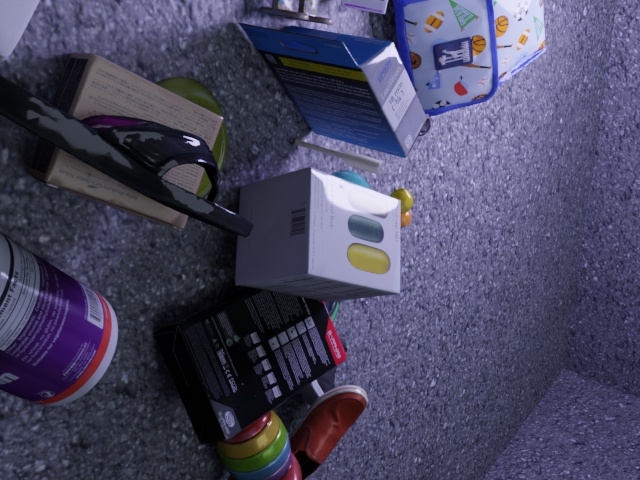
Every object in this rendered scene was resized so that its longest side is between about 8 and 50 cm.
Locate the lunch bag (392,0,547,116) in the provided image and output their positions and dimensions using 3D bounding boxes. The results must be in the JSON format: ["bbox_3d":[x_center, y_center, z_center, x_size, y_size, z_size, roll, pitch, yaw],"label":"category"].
[{"bbox_3d":[0.344,-0.513,1.733,0.385,0.239,0.328,-35,136,-19],"label":"lunch bag"}]

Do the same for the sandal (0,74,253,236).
[{"bbox_3d":[-0.241,-0.124,0.976,0.446,0.167,0.107,31,86,-40],"label":"sandal"}]

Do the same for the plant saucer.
[{"bbox_3d":[-0.237,-0.154,1.256,0.241,0.037,0.241,-30,129,-45],"label":"plant saucer"}]

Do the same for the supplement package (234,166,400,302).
[{"bbox_3d":[0.000,0.000,1.435,0.262,0.198,0.199,15,71,-45],"label":"supplement package"}]

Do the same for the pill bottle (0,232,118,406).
[{"bbox_3d":[-0.431,0.093,0.978,0.181,0.181,0.323,-61,145,-14],"label":"pill bottle"}]

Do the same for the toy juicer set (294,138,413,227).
[{"bbox_3d":[0.087,-0.095,1.591,0.329,0.209,0.089,48,59,-54],"label":"toy juicer set"}]

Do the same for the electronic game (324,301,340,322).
[{"bbox_3d":[0.026,0.097,1.694,0.229,0.048,0.229,12,90,-77],"label":"electronic game"}]

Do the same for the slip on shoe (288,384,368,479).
[{"bbox_3d":[-0.008,0.469,1.726,0.331,0.101,0.123,-45,120,9],"label":"slip on shoe"}]

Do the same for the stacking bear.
[{"bbox_3d":[-0.156,0.408,1.562,0.164,0.175,0.289,-69,147,-54],"label":"stacking bear"}]

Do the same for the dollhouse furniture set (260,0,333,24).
[{"bbox_3d":[-0.027,-0.491,1.268,0.242,0.161,0.212,-11,115,-52],"label":"dollhouse furniture set"}]

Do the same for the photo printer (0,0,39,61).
[{"bbox_3d":[-0.432,-0.377,0.801,0.307,0.107,0.256,34,79,-56],"label":"photo printer"}]

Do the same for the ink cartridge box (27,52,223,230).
[{"bbox_3d":[-0.286,-0.144,1.105,0.234,0.088,0.193,22,89,-43],"label":"ink cartridge box"}]

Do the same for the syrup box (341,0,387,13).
[{"bbox_3d":[0.094,-0.526,1.380,0.237,0.096,0.093,96,5,-80],"label":"syrup box"}]

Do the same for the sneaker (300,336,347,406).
[{"bbox_3d":[0.018,0.322,1.800,0.147,0.104,0.296,-45,135,-25],"label":"sneaker"}]

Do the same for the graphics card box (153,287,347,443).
[{"bbox_3d":[-0.125,0.212,1.463,0.371,0.094,0.233,-26,95,-48],"label":"graphics card box"}]

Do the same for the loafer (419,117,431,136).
[{"bbox_3d":[0.219,-0.287,1.817,0.170,0.062,0.061,-27,123,-48],"label":"loafer"}]

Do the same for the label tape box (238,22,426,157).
[{"bbox_3d":[0.035,-0.311,1.376,0.106,0.240,0.334,-59,145,-15],"label":"label tape box"}]
